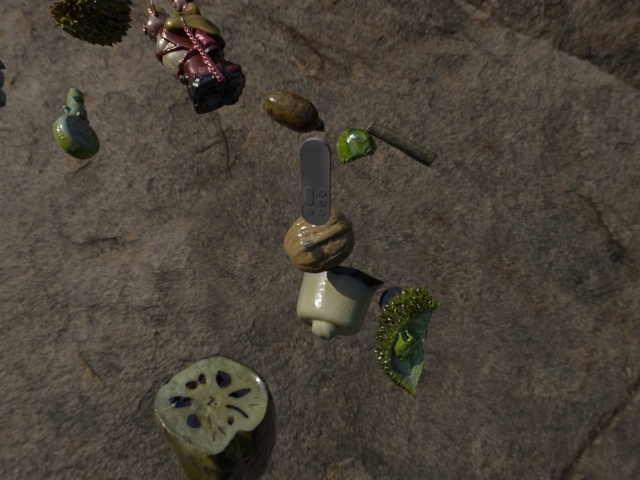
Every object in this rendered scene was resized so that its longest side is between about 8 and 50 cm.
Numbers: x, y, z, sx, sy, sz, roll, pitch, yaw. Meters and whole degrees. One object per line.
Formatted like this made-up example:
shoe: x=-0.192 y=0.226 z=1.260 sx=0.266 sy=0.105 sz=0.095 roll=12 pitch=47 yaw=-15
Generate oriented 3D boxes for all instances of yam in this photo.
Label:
yam: x=0.295 y=-0.354 z=1.624 sx=0.274 sy=0.061 sz=0.061 roll=28 pitch=86 yaw=-3

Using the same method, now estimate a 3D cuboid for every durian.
durian: x=0.262 y=0.300 z=1.411 sx=0.170 sy=0.157 sz=0.355 roll=12 pitch=107 yaw=-3
durian: x=-0.533 y=-0.556 z=1.074 sx=0.132 sy=0.182 sz=0.165 roll=21 pitch=105 yaw=8

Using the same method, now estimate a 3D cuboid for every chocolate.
chocolate: x=0.060 y=0.271 z=1.862 sx=0.326 sy=0.314 sz=0.296 roll=23 pitch=72 yaw=-42

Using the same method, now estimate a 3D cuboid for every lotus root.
lotus root: x=-0.097 y=-0.488 z=1.713 sx=0.260 sy=0.145 sz=0.128 roll=28 pitch=76 yaw=-2
lotus root: x=-0.223 y=0.436 z=0.989 sx=0.251 sy=0.250 sz=0.346 roll=3 pitch=126 yaw=-4

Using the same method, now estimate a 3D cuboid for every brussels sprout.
brussels sprout: x=0.134 y=-0.370 z=1.703 sx=0.152 sy=0.149 sz=0.122 roll=-18 pitch=106 yaw=3

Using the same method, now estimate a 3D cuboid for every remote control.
remote control: x=-0.012 y=-0.141 z=1.112 sx=0.077 sy=0.022 sz=0.244 roll=6 pitch=128 yaw=8

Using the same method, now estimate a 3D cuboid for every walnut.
walnut: x=0.000 y=0.000 z=1.600 sx=0.261 sy=0.225 sz=0.224 roll=-27 pitch=89 yaw=5

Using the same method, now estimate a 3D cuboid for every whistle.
whistle: x=-0.567 y=-0.270 z=1.029 sx=0.057 sy=0.104 sz=0.198 roll=-28 pitch=62 yaw=13

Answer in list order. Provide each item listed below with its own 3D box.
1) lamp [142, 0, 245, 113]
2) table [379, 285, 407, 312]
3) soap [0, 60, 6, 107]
lamp: x=-0.225 y=-0.333 z=0.745 sx=0.118 sy=0.118 sz=0.253 roll=-33 pitch=81 yaw=-5
table: x=0.301 y=0.249 z=1.757 sx=0.134 sy=0.043 sz=0.133 roll=0 pitch=93 yaw=-8
soap: x=-0.399 y=-0.192 z=0.468 sx=0.056 sy=0.149 sz=0.100 roll=-7 pitch=81 yaw=-7
